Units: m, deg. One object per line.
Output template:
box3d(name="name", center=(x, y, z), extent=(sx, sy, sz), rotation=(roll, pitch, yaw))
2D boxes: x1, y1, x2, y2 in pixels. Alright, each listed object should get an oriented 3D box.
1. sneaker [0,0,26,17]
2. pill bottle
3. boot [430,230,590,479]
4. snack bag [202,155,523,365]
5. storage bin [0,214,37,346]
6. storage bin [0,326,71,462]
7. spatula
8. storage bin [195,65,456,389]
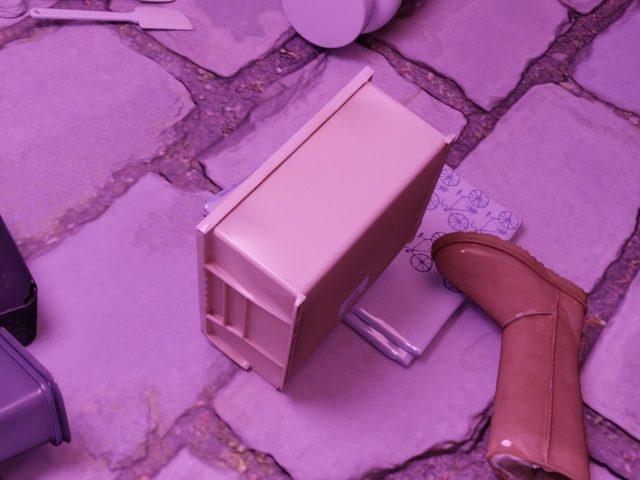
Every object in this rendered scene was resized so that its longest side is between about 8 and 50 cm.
box3d(name="sneaker", center=(-0.496, -0.353, 1.245), extent=(0.152, 0.061, 0.053), rotation=(-7, 57, -22))
box3d(name="pill bottle", center=(0.074, -0.454, 1.434), extent=(0.188, 0.188, 0.334), rotation=(29, 49, 6))
box3d(name="boot", center=(0.224, 0.139, 1.041), extent=(0.236, 0.089, 0.269), rotation=(23, 52, -10))
box3d(name="snack bag", center=(0.067, -0.035, 1.189), extent=(0.343, 0.037, 0.323), rotation=(37, 51, 13))
box3d(name="storage bin", center=(-0.391, 0.037, 0.946), extent=(0.122, 0.084, 0.180), rotation=(-20, 61, -30))
box3d(name="storage bin", center=(-0.315, 0.162, 0.849), extent=(0.091, 0.098, 0.135), rotation=(-24, 37, -34))
box3d(name="spatula", center=(-0.329, -0.382, 1.343), extent=(0.242, 0.019, 0.168), rotation=(-5, 59, -29))
box3d(name="storage bin", center=(0.000, 0.000, 0.958), extent=(0.123, 0.260, 0.262), rotation=(37, 63, 13))
